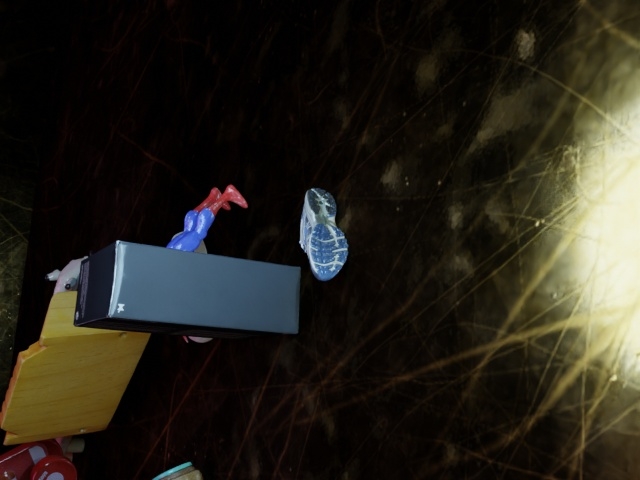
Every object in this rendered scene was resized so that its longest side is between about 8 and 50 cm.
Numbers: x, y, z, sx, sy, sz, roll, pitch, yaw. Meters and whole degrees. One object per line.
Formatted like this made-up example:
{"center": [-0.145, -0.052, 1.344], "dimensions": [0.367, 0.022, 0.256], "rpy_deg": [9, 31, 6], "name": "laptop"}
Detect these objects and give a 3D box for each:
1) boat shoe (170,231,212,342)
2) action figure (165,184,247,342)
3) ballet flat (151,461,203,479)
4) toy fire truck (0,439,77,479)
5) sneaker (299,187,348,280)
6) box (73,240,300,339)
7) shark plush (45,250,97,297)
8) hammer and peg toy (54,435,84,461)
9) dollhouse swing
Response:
{"center": [-0.217, 0.090, 1.250], "dimensions": [0.081, 0.079, 0.227], "rpy_deg": [103, 155, -49], "name": "boat shoe"}
{"center": [-0.212, 0.049, 1.151], "dimensions": [0.280, 0.139, 0.092], "rpy_deg": [-46, 22, -28], "name": "action figure"}
{"center": [-0.283, 0.476, 1.228], "dimensions": [0.342, 0.116, 0.124], "rpy_deg": [-38, 70, 44], "name": "ballet flat"}
{"center": [-0.679, 0.613, 1.644], "dimensions": [0.169, 0.254, 0.302], "rpy_deg": [12, 121, 56], "name": "toy fire truck"}
{"center": [0.000, 0.000, 0.931], "dimensions": [0.058, 0.052, 0.135], "rpy_deg": [121, 152, -48], "name": "sneaker"}
{"center": [-0.185, 0.078, 1.000], "dimensions": [0.184, 0.261, 0.103], "rpy_deg": [-13, 71, 57], "name": "box"}
{"center": [-0.527, 0.072, 1.559], "dimensions": [0.161, 0.073, 0.067], "rpy_deg": [-62, -28, -42], "name": "shark plush"}
{"center": [-0.676, 0.426, 1.862], "dimensions": [0.361, 0.128, 0.265], "rpy_deg": [-58, 37, 33], "name": "hammer and peg toy"}
{"center": [-0.543, 0.202, 1.575], "dimensions": [0.305, 0.315, 0.346], "rpy_deg": [57, 131, 35], "name": "dollhouse swing"}
